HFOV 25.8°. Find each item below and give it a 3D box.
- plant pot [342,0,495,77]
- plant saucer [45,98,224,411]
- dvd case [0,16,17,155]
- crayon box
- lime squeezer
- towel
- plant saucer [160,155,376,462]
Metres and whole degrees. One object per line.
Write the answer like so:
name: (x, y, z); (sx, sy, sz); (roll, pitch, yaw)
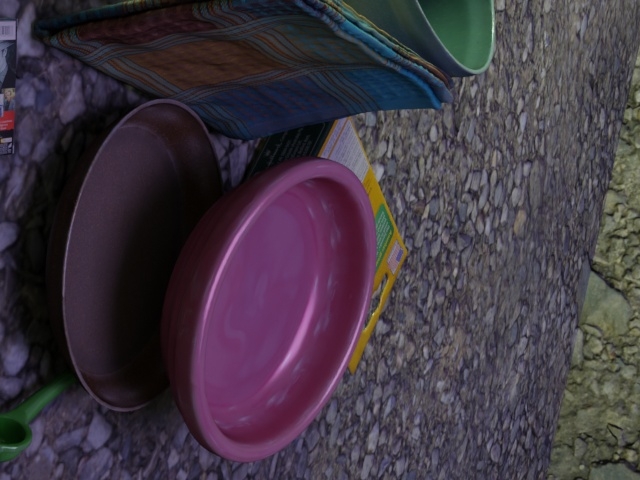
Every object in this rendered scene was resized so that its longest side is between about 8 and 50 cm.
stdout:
plant pot: (0.044, -0.294, 1.523); (0.293, 0.196, 0.293); (40, 42, -49)
plant saucer: (-0.185, 0.012, 1.386); (0.310, 0.050, 0.310); (10, 90, -67)
dvd case: (-0.288, -0.127, 1.178); (0.087, 0.013, 0.119); (-20, 119, -61)
crayon box: (0.000, 0.000, 1.734); (0.203, 0.083, 0.323); (-64, 150, -26)
lime squeezer: (-0.294, 0.210, 1.253); (0.310, 0.059, 0.110); (-61, 149, -33)
towel: (-0.058, -0.166, 1.343); (0.370, 0.271, 0.040); (19, 66, -64)
plant saucer: (-0.060, 0.066, 1.481); (0.332, 0.084, 0.332); (-36, 136, -46)
